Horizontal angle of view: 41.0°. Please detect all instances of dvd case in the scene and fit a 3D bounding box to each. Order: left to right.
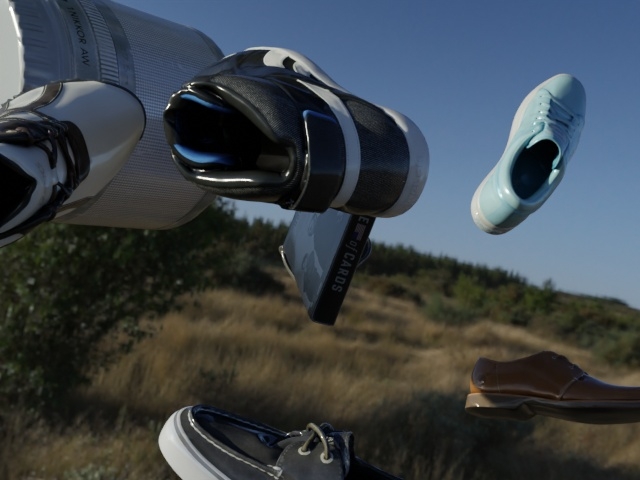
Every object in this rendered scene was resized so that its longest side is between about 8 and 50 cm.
[{"bbox_3d":[0.014,-0.036,0.881,0.029,0.179,0.239,18,13,-13],"label":"dvd case"}]

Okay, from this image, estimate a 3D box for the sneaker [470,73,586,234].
[{"bbox_3d":[0.409,-0.169,1.537,0.135,0.366,0.150,33,-22,-8],"label":"sneaker"}]

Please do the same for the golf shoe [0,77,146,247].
[{"bbox_3d":[-0.155,-0.034,0.457,0.094,0.077,0.198,7,31,39],"label":"golf shoe"}]

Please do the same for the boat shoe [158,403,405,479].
[{"bbox_3d":[0.007,0.160,0.563,0.228,0.076,0.080,31,16,4],"label":"boat shoe"}]

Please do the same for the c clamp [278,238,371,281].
[{"bbox_3d":[0.000,0.000,1.238,0.137,0.161,0.022,39,-33,7],"label":"c clamp"}]

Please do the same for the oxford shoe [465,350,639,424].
[{"bbox_3d":[0.263,0.154,0.914,0.212,0.076,0.076,2,-26,21],"label":"oxford shoe"}]

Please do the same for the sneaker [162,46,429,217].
[{"bbox_3d":[-0.049,-0.075,0.493,0.121,0.079,0.217,3,17,-40],"label":"sneaker"}]

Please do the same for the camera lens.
[{"bbox_3d":[-0.228,-0.124,0.829,0.219,0.219,0.274,12,5,36],"label":"camera lens"}]
